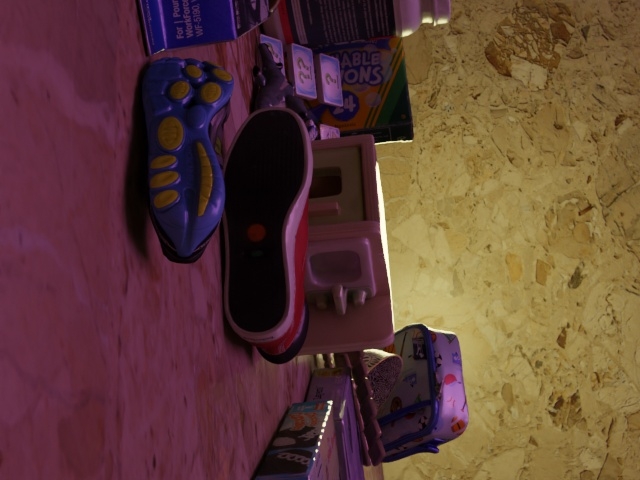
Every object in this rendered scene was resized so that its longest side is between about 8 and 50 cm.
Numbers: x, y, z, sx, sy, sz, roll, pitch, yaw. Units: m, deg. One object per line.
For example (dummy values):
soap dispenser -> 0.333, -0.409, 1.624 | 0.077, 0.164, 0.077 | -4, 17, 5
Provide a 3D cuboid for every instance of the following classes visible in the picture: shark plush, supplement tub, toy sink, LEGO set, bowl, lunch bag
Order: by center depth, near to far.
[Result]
toy sink -> 0.000, 0.000, 1.107 | 0.131, 0.152, 0.234 | 77, 9, -48
shark plush -> -0.062, -0.206, 1.234 | 0.067, 0.073, 0.161 | 34, 47, -40
LEGO set -> -0.008, -0.164, 1.347 | 0.182, 0.060, 0.244 | 6, 77, -53
supplement tub -> 0.045, -0.386, 1.386 | 0.191, 0.272, 0.191 | -6, 90, -84
bowl -> 0.067, 0.259, 1.738 | 0.080, 0.170, 0.170 | 36, -22, 29
lunch bag -> 0.160, 0.309, 1.854 | 0.303, 0.115, 0.243 | -35, -133, 46

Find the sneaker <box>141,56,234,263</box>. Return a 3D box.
sneaker -> -0.099, -0.064, 0.680 | 0.078, 0.067, 0.188 | 110, -18, -48

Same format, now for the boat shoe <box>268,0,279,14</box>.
boat shoe -> -0.077, -0.358, 1.099 | 0.073, 0.080, 0.224 | 36, 43, -76

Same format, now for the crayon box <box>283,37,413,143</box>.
crayon box -> 0.030, -0.310, 1.511 | 0.083, 0.203, 0.323 | 66, 18, -73

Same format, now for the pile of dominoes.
pile of dominoes -> 0.063, 0.246, 1.561 | 0.196, 0.040, 0.251 | 163, -86, -71

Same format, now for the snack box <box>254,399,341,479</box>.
snack box -> -0.014, 0.309, 1.072 | 0.322, 0.060, 0.187 | -31, 115, -84

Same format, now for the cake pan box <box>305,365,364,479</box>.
cake pan box -> 0.027, 0.350, 1.425 | 0.246, 0.070, 0.267 | -63, 146, -77

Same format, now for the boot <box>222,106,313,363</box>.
boot -> -0.047, -0.001, 0.983 | 0.176, 0.088, 0.244 | 68, 25, -72

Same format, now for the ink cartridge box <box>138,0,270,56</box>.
ink cartridge box -> -0.100, -0.262, 0.833 | 0.333, 0.065, 0.165 | -77, 161, -71
